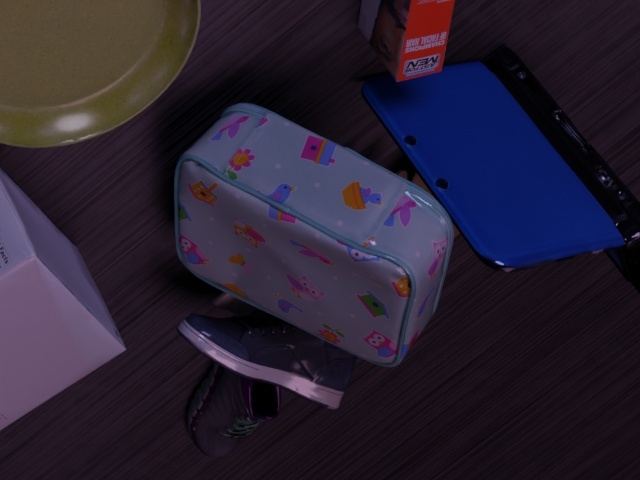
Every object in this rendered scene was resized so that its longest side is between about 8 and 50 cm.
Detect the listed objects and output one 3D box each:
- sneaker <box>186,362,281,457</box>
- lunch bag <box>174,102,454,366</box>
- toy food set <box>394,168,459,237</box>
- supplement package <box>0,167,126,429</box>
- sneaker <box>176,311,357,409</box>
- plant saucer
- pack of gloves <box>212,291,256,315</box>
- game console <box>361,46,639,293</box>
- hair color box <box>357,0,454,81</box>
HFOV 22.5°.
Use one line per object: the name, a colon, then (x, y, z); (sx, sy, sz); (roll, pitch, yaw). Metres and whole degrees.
sneaker: (-0.095, 0.199, 1.885); (0.083, 0.098, 0.224); (-9, 137, -28)
lunch bag: (-0.013, -0.002, 1.582); (0.108, 0.279, 0.224); (-54, 163, -29)
toy food set: (0.129, -0.047, 1.791); (0.192, 0.038, 0.132); (-16, 120, -43)
supplement package: (-0.332, 0.064, 1.518); (0.203, 0.149, 0.194); (-32, 143, 1)
sneaker: (-0.036, 0.075, 1.728); (0.226, 0.086, 0.163); (23, 98, -38)
plant saucer: (-0.223, -0.183, 1.408); (0.241, 0.037, 0.241); (-20, 142, -16)
pack of gloves: (0.000, 0.000, 1.788); (0.232, 0.046, 0.195); (-41, 157, 11)
game console: (0.203, -0.045, 1.655); (0.173, 0.293, 0.250); (-31, 143, -1)
hair color box: (0.084, -0.244, 1.511); (0.053, 0.093, 0.167); (-15, 140, -20)
